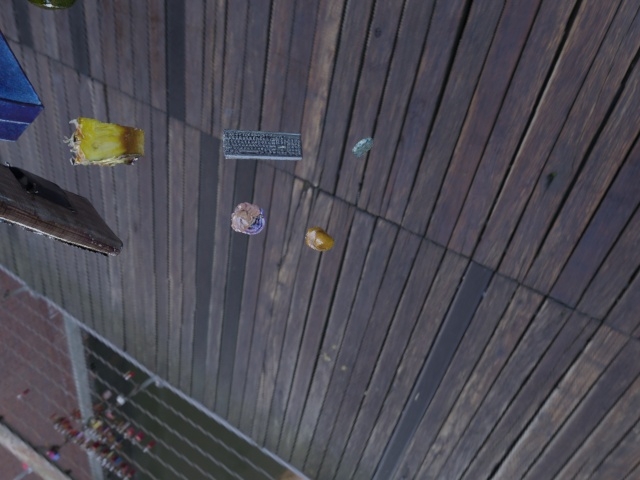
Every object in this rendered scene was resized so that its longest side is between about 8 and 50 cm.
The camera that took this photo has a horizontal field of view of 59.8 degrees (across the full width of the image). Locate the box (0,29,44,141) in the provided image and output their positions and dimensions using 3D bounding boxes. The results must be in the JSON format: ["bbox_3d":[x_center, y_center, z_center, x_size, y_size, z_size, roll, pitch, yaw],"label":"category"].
[{"bbox_3d":[-0.657,-0.309,0.921,0.116,0.279,0.262,-39,78,22],"label":"box"}]

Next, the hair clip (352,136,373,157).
[{"bbox_3d":[0.118,-0.259,1.539,0.066,0.229,0.036,-40,95,9],"label":"hair clip"}]

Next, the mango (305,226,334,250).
[{"bbox_3d":[0.000,0.000,1.940,0.077,0.127,0.063,-52,43,15],"label":"mango"}]

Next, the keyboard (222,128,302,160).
[{"bbox_3d":[-0.164,-0.276,1.593,0.025,0.230,0.094,129,138,-65],"label":"keyboard"}]

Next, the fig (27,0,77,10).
[{"bbox_3d":[-0.463,-0.494,0.976,0.117,0.117,0.178,31,107,14],"label":"fig"}]

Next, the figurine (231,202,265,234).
[{"bbox_3d":[-0.273,-0.081,1.995,0.126,0.157,0.114,-16,82,20],"label":"figurine"}]

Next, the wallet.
[{"bbox_3d":[-0.366,-0.048,0.723,0.042,0.230,0.124,-47,64,7],"label":"wallet"}]

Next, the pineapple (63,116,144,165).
[{"bbox_3d":[-0.558,-0.251,1.461,0.185,0.236,0.115,-1,94,4],"label":"pineapple"}]
